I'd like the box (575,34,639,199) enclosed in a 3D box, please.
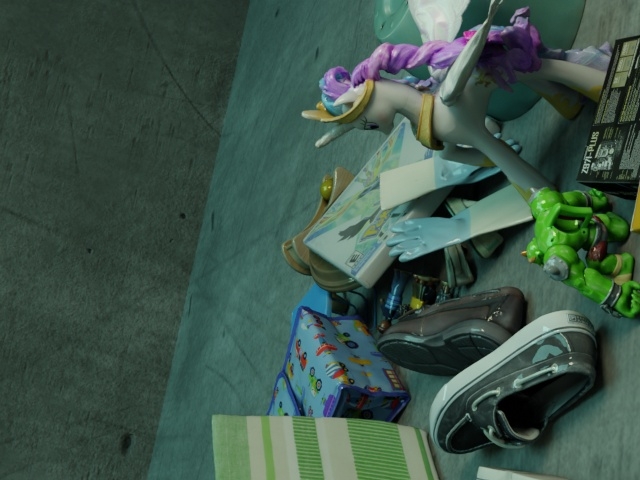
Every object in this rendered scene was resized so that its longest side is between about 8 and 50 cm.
[{"bbox_3d":[0.382,-0.139,1.198,0.147,0.077,0.180,-170,96,-72],"label":"box"}]

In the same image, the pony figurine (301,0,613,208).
[{"bbox_3d":[0.196,-0.218,1.354,0.303,0.363,0.351,-98,30,-53],"label":"pony figurine"}]

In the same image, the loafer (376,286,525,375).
[{"bbox_3d":[0.193,0.130,1.527,0.095,0.109,0.302,-60,18,-23],"label":"loafer"}]

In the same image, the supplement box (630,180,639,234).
[{"bbox_3d":[0.413,-0.089,0.979,0.194,0.129,0.191,168,116,-70],"label":"supplement box"}]

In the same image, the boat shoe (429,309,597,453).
[{"bbox_3d":[0.235,0.207,1.308,0.301,0.108,0.102,-47,30,40],"label":"boat shoe"}]

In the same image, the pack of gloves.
[{"bbox_3d":[0.203,-0.057,1.582,0.232,0.046,0.195,-19,44,21],"label":"pack of gloves"}]

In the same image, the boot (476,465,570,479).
[{"bbox_3d":[0.240,0.320,1.261,0.190,0.069,0.086,147,130,-75],"label":"boot"}]

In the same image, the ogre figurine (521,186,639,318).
[{"bbox_3d":[0.305,-0.001,1.241,0.097,0.118,0.197,136,146,-57],"label":"ogre figurine"}]

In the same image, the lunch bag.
[{"bbox_3d":[-0.003,0.298,1.798,0.293,0.138,0.221,-64,32,23],"label":"lunch bag"}]

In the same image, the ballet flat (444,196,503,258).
[{"bbox_3d":[0.236,-0.029,1.599,0.052,0.057,0.168,-40,32,12],"label":"ballet flat"}]

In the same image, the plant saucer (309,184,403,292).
[{"bbox_3d":[0.078,-0.030,1.886,0.278,0.041,0.278,-34,31,24],"label":"plant saucer"}]

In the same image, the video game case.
[{"bbox_3d":[0.124,-0.086,1.770,0.329,0.036,0.300,-51,21,-3],"label":"video game case"}]

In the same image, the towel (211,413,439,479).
[{"bbox_3d":[0.011,0.340,1.497,0.248,0.325,0.038,-102,17,-56],"label":"towel"}]

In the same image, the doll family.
[{"bbox_3d":[0.149,0.110,1.693,0.193,0.076,0.111,-160,82,-77],"label":"doll family"}]

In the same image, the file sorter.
[{"bbox_3d":[0.022,0.153,1.966,0.170,0.104,0.118,127,154,-47],"label":"file sorter"}]

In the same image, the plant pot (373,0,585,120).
[{"bbox_3d":[0.222,-0.357,1.606,0.293,0.235,0.293,-163,90,-72],"label":"plant pot"}]

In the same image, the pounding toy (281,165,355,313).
[{"bbox_3d":[0.000,0.000,2.084,0.155,0.154,0.269,153,131,-66],"label":"pounding toy"}]

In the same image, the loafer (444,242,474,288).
[{"bbox_3d":[0.213,0.026,1.635,0.125,0.039,0.045,-89,-9,-49],"label":"loafer"}]
